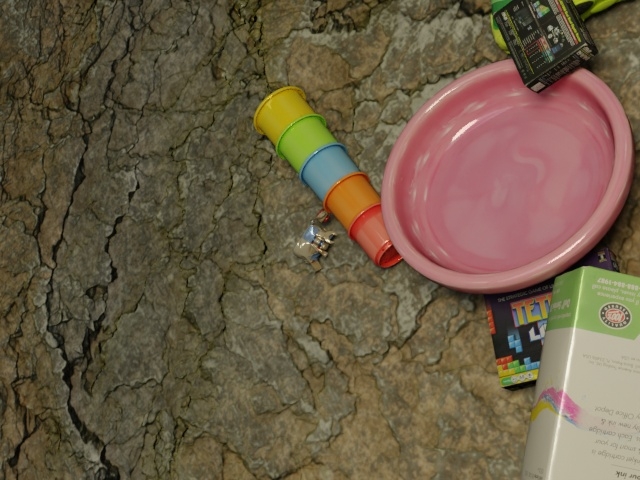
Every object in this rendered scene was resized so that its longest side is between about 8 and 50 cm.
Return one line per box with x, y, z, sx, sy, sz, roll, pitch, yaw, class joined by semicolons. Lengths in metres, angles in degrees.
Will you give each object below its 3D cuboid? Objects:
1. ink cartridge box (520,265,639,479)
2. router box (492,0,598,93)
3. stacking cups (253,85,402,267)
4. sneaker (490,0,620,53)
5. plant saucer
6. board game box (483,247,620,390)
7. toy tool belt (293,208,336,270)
0.337;0.224;1.043;0.207;0.119;0.354;13;81;-1;ink cartridge box
0.282;-0.261;1.202;0.092;0.038;0.122;-34;59;31;router box
0.025;-0.097;1.395;0.096;0.096;0.316;-47;61;12;stacking cups
0.349;-0.360;1.253;0.295;0.109;0.124;-27;68;23;sneaker
0.241;-0.077;1.229;0.332;0.084;0.332;-17;56;26;plant saucer
0.298;0.101;1.194;0.170;0.048;0.141;-19;69;26;board game box
0.000;0.000;1.411;0.051;0.052;0.083;35;101;2;toy tool belt
